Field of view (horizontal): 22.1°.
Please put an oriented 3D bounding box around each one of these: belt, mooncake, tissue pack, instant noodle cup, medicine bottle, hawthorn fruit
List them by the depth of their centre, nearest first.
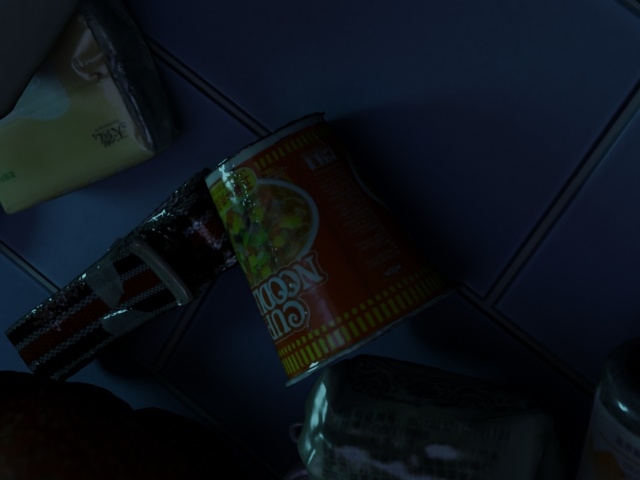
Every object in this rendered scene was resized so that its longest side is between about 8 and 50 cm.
[{"bbox_3d":[0.304,0.235,1.461,0.165,0.165,0.273,20,119,21],"label":"medicine bottle"},{"bbox_3d":[0.106,0.186,1.492,0.254,0.250,0.136,12,81,11],"label":"mooncake"},{"bbox_3d":[0.000,0.000,1.534,0.193,0.193,0.212,-32,86,35],"label":"instant noodle cup"},{"bbox_3d":[-0.266,-0.144,1.658,0.222,0.090,0.186,-17,103,34],"label":"tissue pack"},{"bbox_3d":[-0.266,0.341,1.666,0.402,0.403,0.403,12,117,25],"label":"hawthorn fruit"},{"bbox_3d":[-0.203,0.050,1.700,0.094,0.126,0.359,48,132,-10],"label":"belt"}]

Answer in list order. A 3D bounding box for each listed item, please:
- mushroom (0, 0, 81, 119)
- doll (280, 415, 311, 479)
[{"bbox_3d":[-0.333,-0.353,1.556,0.397,0.224,0.313,-55,40,9],"label":"mushroom"},{"bbox_3d":[0.081,0.331,1.675,0.160,0.094,0.365,-36,92,33],"label":"doll"}]
